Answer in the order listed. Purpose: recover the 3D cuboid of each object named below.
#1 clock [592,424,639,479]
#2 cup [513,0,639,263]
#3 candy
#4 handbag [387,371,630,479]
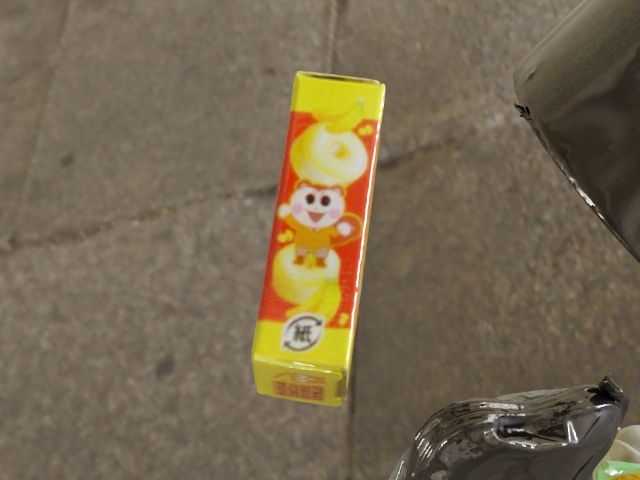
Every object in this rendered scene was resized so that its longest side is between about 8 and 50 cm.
[{"bbox_3d":[0.356,0.266,1.582,0.103,0.231,0.144,-38,37,24],"label":"clock"},{"bbox_3d":[0.166,-0.040,0.362,0.177,0.166,0.239,-48,10,20],"label":"cup"},{"bbox_3d":[0.000,0.000,1.412,0.088,0.146,0.276,8,74,4],"label":"candy"},{"bbox_3d":[0.120,0.228,1.305,0.192,0.332,0.075,-2,47,-30],"label":"handbag"}]
